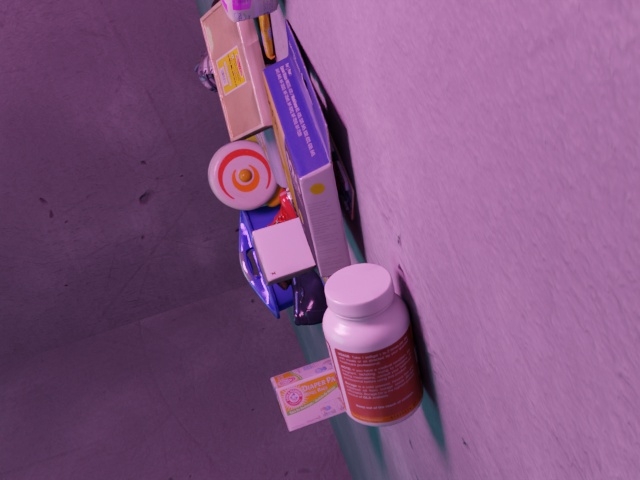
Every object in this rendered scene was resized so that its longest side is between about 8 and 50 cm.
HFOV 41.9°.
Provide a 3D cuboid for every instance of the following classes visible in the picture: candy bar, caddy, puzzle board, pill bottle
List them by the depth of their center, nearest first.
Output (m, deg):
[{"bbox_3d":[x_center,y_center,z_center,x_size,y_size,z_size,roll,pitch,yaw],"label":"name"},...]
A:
[{"bbox_3d":[0.071,0.144,1.160,0.121,0.121,0.216,-118,12,-56],"label":"pill bottle"},{"bbox_3d":[0.028,-0.107,1.317,0.096,0.011,0.128,86,164,-65],"label":"puzzle board"},{"bbox_3d":[-0.103,-0.403,1.564,0.161,0.018,0.040,83,171,-60],"label":"candy bar"},{"bbox_3d":[-0.142,0.053,2.411,0.241,0.179,0.341,108,144,-77],"label":"caddy"}]

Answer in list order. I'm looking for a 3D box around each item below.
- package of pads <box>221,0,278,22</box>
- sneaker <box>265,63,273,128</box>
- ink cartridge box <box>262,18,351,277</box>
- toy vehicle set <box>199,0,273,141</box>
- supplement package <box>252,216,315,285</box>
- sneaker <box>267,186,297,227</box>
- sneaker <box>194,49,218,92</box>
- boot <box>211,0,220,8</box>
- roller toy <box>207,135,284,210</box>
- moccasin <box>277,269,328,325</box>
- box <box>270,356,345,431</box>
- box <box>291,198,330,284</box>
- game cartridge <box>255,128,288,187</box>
[{"bbox_3d":[-0.145,-0.513,1.255,0.229,0.101,0.296,108,143,-79],"label":"package of pads"},{"bbox_3d":[-0.104,-0.281,1.713,0.162,0.063,0.073,82,165,-57],"label":"sneaker"},{"bbox_3d":[-0.031,-0.148,1.359,0.307,0.072,0.304,76,177,-45],"label":"ink cartridge box"},{"bbox_3d":[-0.166,-0.344,1.679,0.166,0.035,0.267,-8,97,61],"label":"toy vehicle set"},{"bbox_3d":[-0.076,0.026,1.714,0.179,0.105,0.105,126,126,-83],"label":"supplement package"},{"bbox_3d":[-0.079,-0.025,1.938,0.279,0.118,0.107,85,165,-63],"label":"sneaker"},{"bbox_3d":[-0.209,-0.382,1.886,0.111,0.121,0.300,44,-176,-26],"label":"sneaker"},{"bbox_3d":[-0.182,-0.481,1.840,0.198,0.077,0.137,-103,-8,-54],"label":"boot"},{"bbox_3d":[-0.211,-0.177,2.292,0.146,0.191,0.209,-148,41,-78],"label":"roller toy"},{"bbox_3d":[-0.067,0.072,2.101,0.342,0.117,0.138,-116,10,-49],"label":"moccasin"},{"bbox_3d":[0.001,0.337,1.885,0.114,0.203,0.103,-150,42,-80],"label":"box"},{"bbox_3d":[0.000,0.000,1.680,0.233,0.044,0.159,-134,27,-75],"label":"box"},{"bbox_3d":[-0.126,-0.278,1.945,0.297,0.062,0.198,-116,6,-51],"label":"game cartridge"}]
